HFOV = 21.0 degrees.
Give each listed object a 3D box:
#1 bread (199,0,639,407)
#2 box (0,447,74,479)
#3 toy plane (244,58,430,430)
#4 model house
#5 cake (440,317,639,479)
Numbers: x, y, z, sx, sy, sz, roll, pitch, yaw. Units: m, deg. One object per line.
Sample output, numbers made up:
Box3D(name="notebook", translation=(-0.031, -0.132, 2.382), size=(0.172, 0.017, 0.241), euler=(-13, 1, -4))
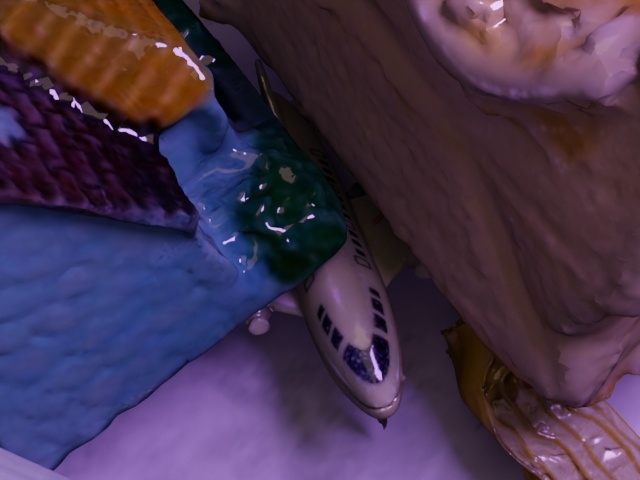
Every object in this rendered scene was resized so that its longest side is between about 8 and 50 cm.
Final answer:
Box3D(name="bread", translation=(0.164, -0.169, 0.871), size=(0.371, 0.279, 0.390), euler=(-26, 62, -20))
Box3D(name="box", translation=(-0.128, 0.216, 0.837), size=(0.294, 0.193, 0.167), euler=(23, 72, 5))
Box3D(name="toy plane", translation=(0.000, 0.000, 0.965), size=(0.242, 0.104, 0.256), euler=(-17, 57, -4))
Box3D(name="model house", translation=(-0.169, -0.076, 0.883), size=(0.230, 0.249, 0.280), euler=(-37, 49, -2))
Box3D(name="cake", translation=(0.125, 0.111, 0.960), size=(0.185, 0.116, 0.079), euler=(45, 80, -16))
